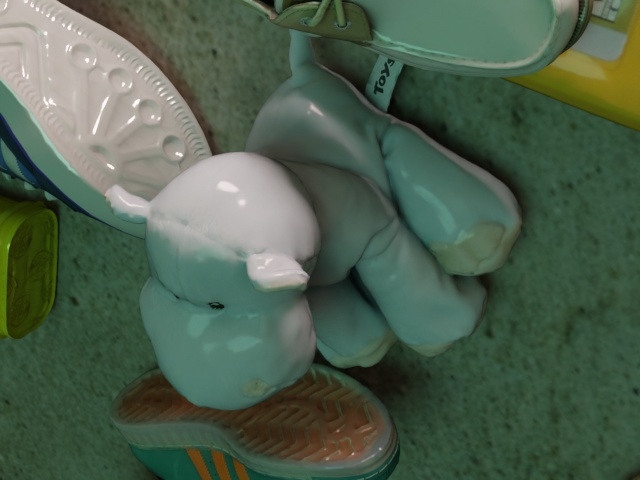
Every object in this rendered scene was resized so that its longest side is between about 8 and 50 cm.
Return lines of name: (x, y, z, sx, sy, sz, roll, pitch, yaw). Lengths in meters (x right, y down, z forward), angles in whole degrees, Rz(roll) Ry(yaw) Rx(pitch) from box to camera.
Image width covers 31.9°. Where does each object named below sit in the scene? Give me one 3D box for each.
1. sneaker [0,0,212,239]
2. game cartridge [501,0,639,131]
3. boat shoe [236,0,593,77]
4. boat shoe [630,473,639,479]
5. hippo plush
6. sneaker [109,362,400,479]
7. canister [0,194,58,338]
sneaker: (-0.257, -0.099, 0.936, 0.322, 0.130, 0.236, 40, 148, -17)
game cartridge: (0.104, -0.246, 0.671, 0.323, 0.052, 0.285, 23, 120, 17)
boat shoe: (0.007, -0.165, 0.671, 0.302, 0.103, 0.113, 22, 120, 20)
boat shoe: (0.207, 0.305, 0.860, 0.123, 0.123, 0.342, 45, 127, 16)
hippo plush: (0.000, 0.000, 0.765, 0.234, 0.236, 0.294, 19, 119, 18)
sneaker: (-0.044, 0.177, 0.939, 0.302, 0.108, 0.121, 1, 129, 43)
canister: (-0.332, 0.005, 1.028, 0.169, 0.073, 0.126, 19, 119, 19)
